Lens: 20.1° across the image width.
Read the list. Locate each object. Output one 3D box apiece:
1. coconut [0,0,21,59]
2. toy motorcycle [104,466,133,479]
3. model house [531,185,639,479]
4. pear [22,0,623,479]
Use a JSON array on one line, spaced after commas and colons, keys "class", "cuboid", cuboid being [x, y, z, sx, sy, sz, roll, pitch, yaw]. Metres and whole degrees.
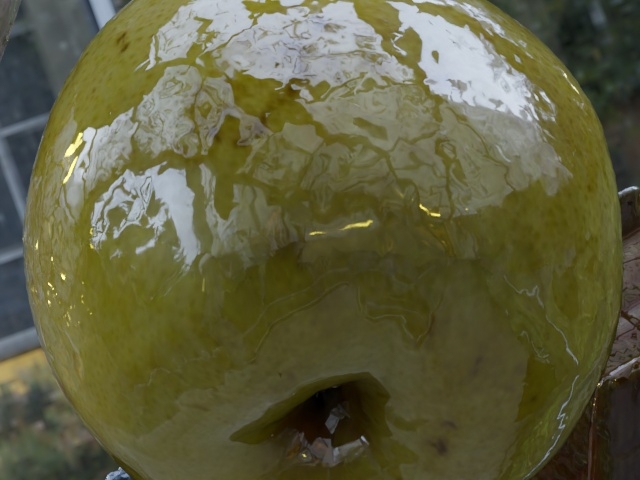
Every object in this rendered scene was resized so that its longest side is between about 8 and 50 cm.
[{"class": "coconut", "cuboid": [-0.322, -0.189, 1.290, 0.227, 0.230, 0.227, 20, -2, 1]}, {"class": "toy motorcycle", "cuboid": [-0.178, 0.266, 1.339, 0.213, 0.082, 0.122, -45, 41, -7]}, {"class": "model house", "cuboid": [0.216, 0.111, 1.276, 0.199, 0.229, 0.219, -21, -23, -25]}, {"class": "pear", "cuboid": [0.000, 0.000, 0.905, 0.314, 0.314, 0.314, -20, -1, -1]}]
